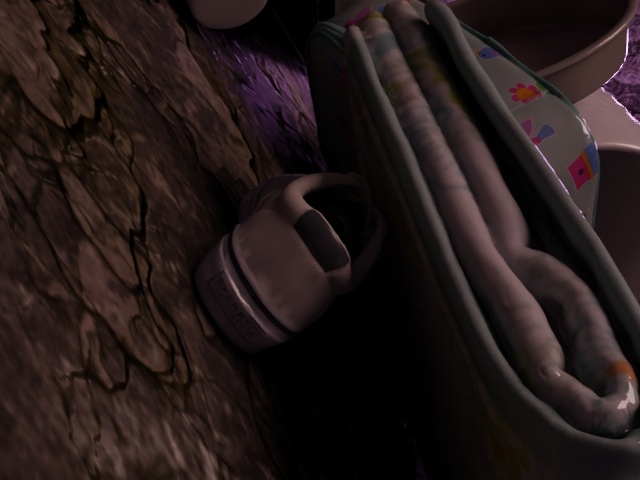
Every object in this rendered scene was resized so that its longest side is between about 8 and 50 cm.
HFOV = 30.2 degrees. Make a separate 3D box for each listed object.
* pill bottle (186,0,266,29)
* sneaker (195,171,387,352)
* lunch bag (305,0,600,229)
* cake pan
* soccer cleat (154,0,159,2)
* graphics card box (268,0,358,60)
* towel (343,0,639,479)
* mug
[{"bbox_3d":[-0.092,-0.241,0.958,0.078,0.078,0.137,40,24,-56],"label":"pill bottle"},{"bbox_3d":[0.000,0.000,0.745,0.094,0.091,0.258,57,13,-9],"label":"sneaker"},{"bbox_3d":[0.107,-0.066,1.004,0.279,0.108,0.224,43,-25,33],"label":"lunch bag"},{"bbox_3d":[0.180,-0.188,1.208,0.293,0.293,0.054,-94,165,-63],"label":"cake pan"},{"bbox_3d":[-0.131,-0.195,0.833,0.035,0.029,0.083,54,8,16],"label":"soccer cleat"},{"bbox_3d":[-0.029,-0.308,1.131,0.232,0.094,0.371,60,0,4],"label":"graphics card box"},{"bbox_3d":[0.105,0.067,0.752,0.320,0.090,0.374,80,-6,-47],"label":"towel"},{"bbox_3d":[0.241,-0.037,1.355,0.374,0.276,0.328,59,6,-36],"label":"mug"}]
